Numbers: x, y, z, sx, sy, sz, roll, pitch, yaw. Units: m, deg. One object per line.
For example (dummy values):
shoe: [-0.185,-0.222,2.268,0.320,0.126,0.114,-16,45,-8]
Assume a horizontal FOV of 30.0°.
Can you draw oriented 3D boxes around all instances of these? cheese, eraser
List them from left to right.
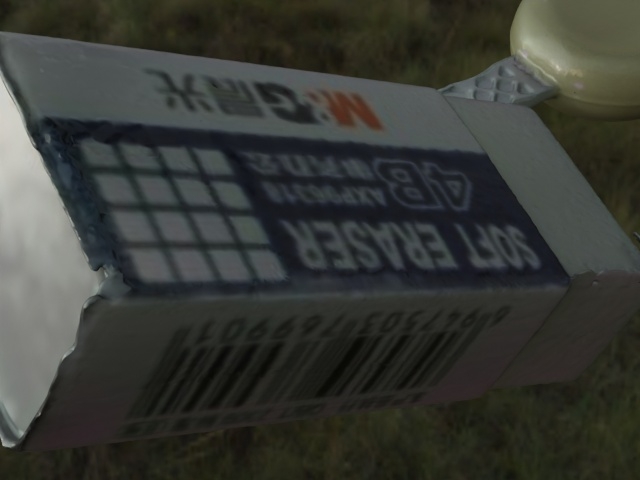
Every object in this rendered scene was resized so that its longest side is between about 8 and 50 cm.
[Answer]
eraser: [0.000,0.000,0.471,0.287,0.086,0.130,2,45,-41]
cheese: [0.189,-0.156,0.954,0.249,0.071,0.163,-10,50,-9]
